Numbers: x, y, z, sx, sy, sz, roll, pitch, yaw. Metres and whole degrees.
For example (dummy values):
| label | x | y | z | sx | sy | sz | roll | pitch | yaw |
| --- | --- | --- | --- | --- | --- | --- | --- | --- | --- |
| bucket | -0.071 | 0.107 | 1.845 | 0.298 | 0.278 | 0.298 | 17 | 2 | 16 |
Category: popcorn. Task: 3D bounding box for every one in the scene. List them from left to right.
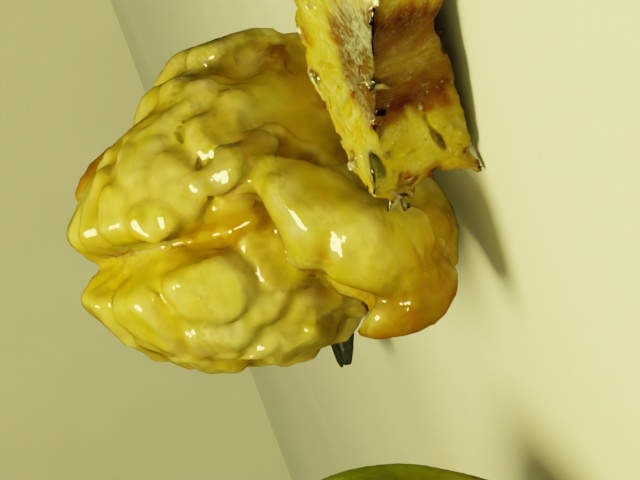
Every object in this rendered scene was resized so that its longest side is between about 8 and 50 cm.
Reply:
| label | x | y | z | sx | sy | sz | roll | pitch | yaw |
| --- | --- | --- | --- | --- | --- | --- | --- | --- | --- |
| popcorn | -0.042 | -0.019 | 1.261 | 0.332 | 0.265 | 0.225 | 30 | 138 | 56 |

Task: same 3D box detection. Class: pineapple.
| label | x | y | z | sx | sy | sz | roll | pitch | yaw |
| --- | --- | --- | --- | --- | --- | --- | --- | --- | --- |
| pineapple | 0.030 | -0.142 | 1.100 | 0.135 | 0.079 | 0.233 | 48 | 155 | 43 |

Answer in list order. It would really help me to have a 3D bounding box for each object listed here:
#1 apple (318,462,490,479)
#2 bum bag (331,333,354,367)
| label | x | y | z | sx | sy | sz | roll | pitch | yaw |
| --- | --- | --- | --- | --- | --- | --- | --- | --- | --- |
| apple | 0.066 | 0.314 | 1.246 | 0.339 | 0.339 | 0.340 | 157 | 90 | -82 |
| bum bag | 0.000 | 0.000 | 1.725 | 0.123 | 0.060 | 0.248 | -134 | 24 | -66 |
